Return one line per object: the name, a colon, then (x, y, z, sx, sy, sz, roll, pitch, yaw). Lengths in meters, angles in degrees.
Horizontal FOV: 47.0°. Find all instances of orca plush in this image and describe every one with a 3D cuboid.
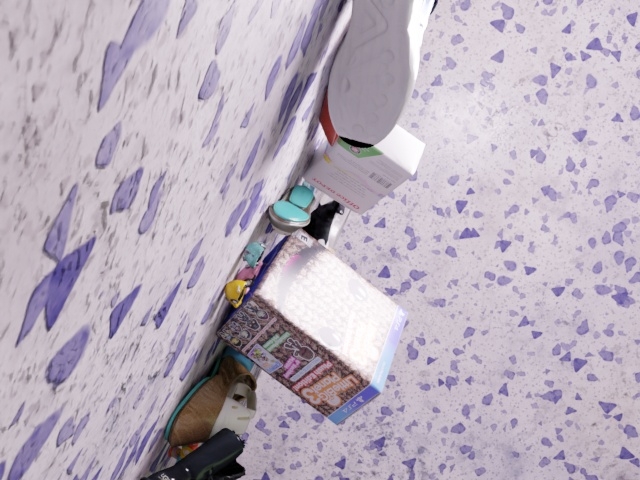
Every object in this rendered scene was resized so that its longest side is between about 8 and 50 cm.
orca plush: (-0.028, 0.003, 1.929, 0.102, 0.151, 0.287, -12, 156, -41)

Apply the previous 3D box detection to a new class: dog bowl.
dog bowl: (0.000, 0.000, 2.485, 0.349, 0.102, 0.349, 25, 90, -87)

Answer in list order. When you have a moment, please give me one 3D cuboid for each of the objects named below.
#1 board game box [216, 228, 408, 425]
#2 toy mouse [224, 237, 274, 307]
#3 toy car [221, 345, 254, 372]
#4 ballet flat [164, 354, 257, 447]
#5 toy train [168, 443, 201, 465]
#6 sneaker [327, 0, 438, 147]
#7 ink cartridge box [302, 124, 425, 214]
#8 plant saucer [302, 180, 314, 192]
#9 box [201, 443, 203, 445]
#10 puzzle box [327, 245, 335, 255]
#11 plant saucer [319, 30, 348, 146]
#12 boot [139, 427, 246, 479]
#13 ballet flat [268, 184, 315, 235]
board game box: (-0.008, 0.157, 1.397, 0.141, 0.291, 0.232, -45, -169, 38)
toy mouse: (-0.121, 0.046, 1.226, 0.161, 0.031, 0.143, 110, 6, -65)
toy car: (-0.060, 0.200, 1.605, 0.210, 0.238, 0.219, 112, 4, -51)
ballet flat: (-0.186, 0.314, 1.403, 0.342, 0.124, 0.116, -44, 159, -82)
toy train: (-0.298, 0.464, 1.467, 0.166, 0.046, 0.125, -61, 178, -13)
sneaker: (0.117, -0.323, 1.120, 0.236, 0.130, 0.323, -51, 153, -53)
ink cartridge box: (0.082, -0.158, 1.480, 0.212, 0.154, 0.093, -40, -158, 55)
plant saucer: (-0.028, -0.121, 1.710, 0.192, 0.018, 0.067, 109, 6, -73)
box: (-0.309, 0.598, 1.916, 0.158, 0.093, 0.156, -61, 175, -49)
puzzle box: (-0.061, 0.168, 2.147, 0.272, 0.052, 0.409, -51, -172, 12)
plant saucer: (0.070, -0.338, 1.329, 0.258, 0.048, 0.259, 109, 5, -64)
boot: (-0.229, 0.447, 1.260, 0.207, 0.094, 0.246, -21, 140, -42)
ballet flat: (-0.054, -0.042, 1.327, 0.068, 0.072, 0.213, -62, 179, 21)
